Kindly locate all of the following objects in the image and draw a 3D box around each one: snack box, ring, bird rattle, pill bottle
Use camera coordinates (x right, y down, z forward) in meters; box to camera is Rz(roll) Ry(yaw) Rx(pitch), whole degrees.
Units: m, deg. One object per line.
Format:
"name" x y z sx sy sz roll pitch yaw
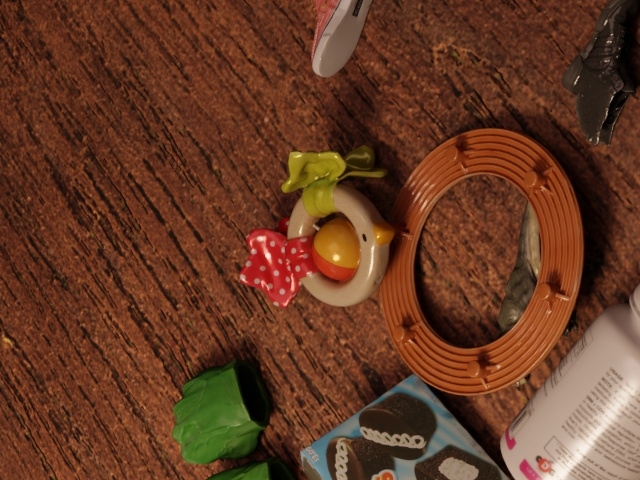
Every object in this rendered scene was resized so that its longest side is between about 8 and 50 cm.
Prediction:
"snack box" 0.143 0.335 1.724 0.322 0.187 0.060 48 160 28
"ring" 0.185 0.024 1.741 0.336 0.032 0.336 -12 74 48
"bird rattle" 0.000 0.000 1.855 0.207 0.143 0.253 43 117 33
"pill bottle" 0.344 0.173 1.577 0.160 0.160 0.283 48 117 28

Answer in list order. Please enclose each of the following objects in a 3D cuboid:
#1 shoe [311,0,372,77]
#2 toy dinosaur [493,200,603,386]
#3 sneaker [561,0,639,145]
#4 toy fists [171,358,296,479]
"shoe" 0.016 -0.315 1.907 0.081 0.063 0.178 30 102 36
"toy dinosaur" 0.270 0.053 1.703 0.118 0.064 0.268 13 94 44
"sneaker" 0.347 -0.203 1.654 0.089 0.051 0.170 47 121 29
"toy fists" -0.121 0.311 1.982 0.142 0.096 0.279 -28 71 24
